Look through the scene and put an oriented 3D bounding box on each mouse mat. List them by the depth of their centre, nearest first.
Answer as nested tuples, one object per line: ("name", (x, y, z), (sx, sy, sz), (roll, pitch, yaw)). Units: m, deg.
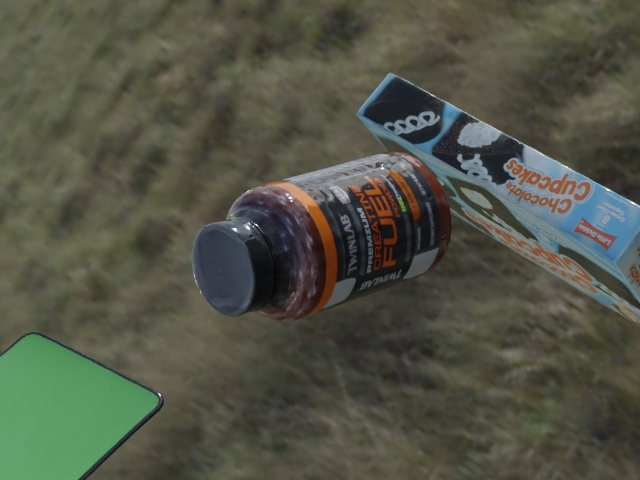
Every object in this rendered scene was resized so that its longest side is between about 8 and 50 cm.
("mouse mat", (-0.233, 0.149, 1.145), (0.189, 0.152, 0.007), (-44, -36, -37))

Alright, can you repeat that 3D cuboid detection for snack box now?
("snack box", (0.196, -0.033, 1.409), (0.322, 0.187, 0.060), (33, 84, 38))

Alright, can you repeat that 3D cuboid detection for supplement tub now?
("supplement tub", (0.000, 0.000, 1.120), (0.198, 0.106, 0.106), (-18, -9, -41))
